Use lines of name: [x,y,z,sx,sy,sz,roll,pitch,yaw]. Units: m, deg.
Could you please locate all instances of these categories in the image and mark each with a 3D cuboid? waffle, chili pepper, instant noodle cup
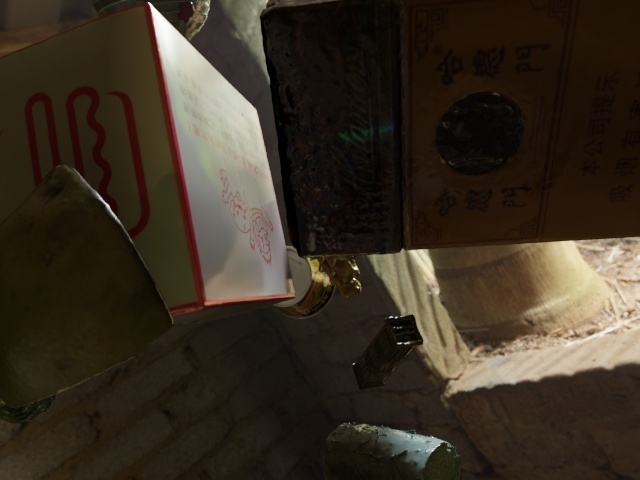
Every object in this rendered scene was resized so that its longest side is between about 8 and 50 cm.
waffle: [0.000,0.000,0.781,0.046,0.160,0.192,-24,19,-19]
chili pepper: [-0.381,0.214,0.620,0.091,0.034,0.030,-22,-38,14]
instant noodle cup: [-0.054,0.077,0.930,0.151,0.151,0.122,-31,-14,7]

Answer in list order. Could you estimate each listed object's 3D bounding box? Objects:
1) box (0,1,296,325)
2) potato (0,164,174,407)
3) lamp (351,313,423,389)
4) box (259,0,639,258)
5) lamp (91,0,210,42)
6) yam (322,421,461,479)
box: [-0.234,-0.037,0.587,0.300,0.312,0.314,-15,-8,12]
potato: [-0.190,0.029,0.325,0.120,0.149,0.081,-33,7,-27]
lamp: [0.184,0.326,1.373,0.089,0.090,0.325,-3,-35,-20]
box: [0.161,-0.126,0.493,0.415,0.264,0.116,-3,33,5]
lamp: [-0.344,-0.508,0.963,0.233,0.233,0.265,-31,5,43]
yam: [0.177,0.592,1.211,0.241,0.241,0.348,-31,15,-39]
